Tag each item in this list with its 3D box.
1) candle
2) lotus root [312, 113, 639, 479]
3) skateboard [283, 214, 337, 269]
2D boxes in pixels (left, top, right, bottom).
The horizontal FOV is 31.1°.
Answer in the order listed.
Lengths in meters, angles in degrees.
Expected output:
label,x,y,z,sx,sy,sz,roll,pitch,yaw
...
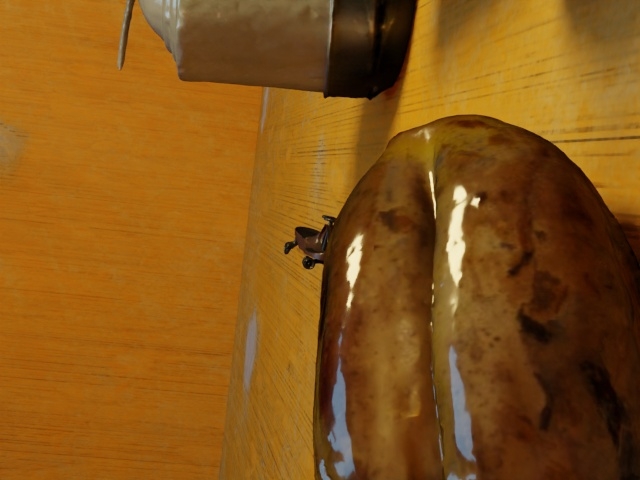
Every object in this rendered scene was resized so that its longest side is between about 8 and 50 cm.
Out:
label,x,y,z,sx,sy,sz,roll,pitch,yaw
candle,-0.068,-0.286,1.366,0.221,0.343,0.221,-175,90,-87
lotus root,0.086,0.047,0.632,0.193,0.193,0.291,106,171,-49
skateboard,0.000,0.000,1.650,0.151,0.067,0.080,-146,72,-74
